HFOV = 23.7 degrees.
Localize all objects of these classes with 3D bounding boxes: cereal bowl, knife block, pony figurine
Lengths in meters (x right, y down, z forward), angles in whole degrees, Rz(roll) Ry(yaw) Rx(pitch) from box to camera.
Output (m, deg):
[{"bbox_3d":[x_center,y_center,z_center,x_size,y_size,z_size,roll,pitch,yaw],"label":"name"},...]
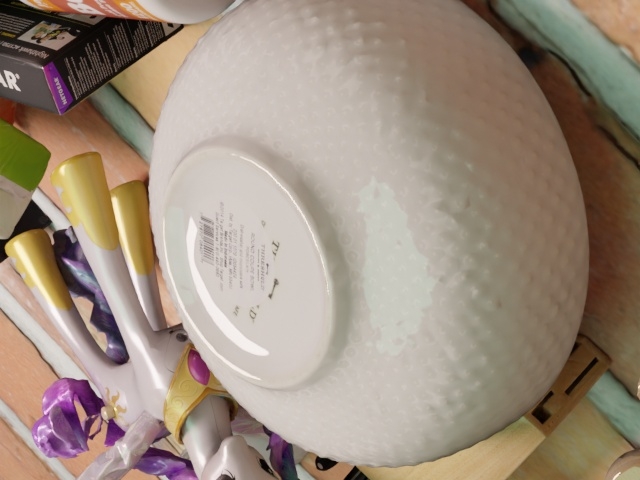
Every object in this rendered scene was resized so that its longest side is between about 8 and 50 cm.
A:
[{"bbox_3d":[0.000,0.000,0.994,0.339,0.141,0.339,22,122,39],"label":"cereal bowl"},{"bbox_3d":[0.110,0.172,1.172,0.276,0.088,0.242,8,131,44],"label":"knife block"},{"bbox_3d":[-0.142,0.136,1.286,0.363,0.303,0.351,66,151,9],"label":"pony figurine"}]

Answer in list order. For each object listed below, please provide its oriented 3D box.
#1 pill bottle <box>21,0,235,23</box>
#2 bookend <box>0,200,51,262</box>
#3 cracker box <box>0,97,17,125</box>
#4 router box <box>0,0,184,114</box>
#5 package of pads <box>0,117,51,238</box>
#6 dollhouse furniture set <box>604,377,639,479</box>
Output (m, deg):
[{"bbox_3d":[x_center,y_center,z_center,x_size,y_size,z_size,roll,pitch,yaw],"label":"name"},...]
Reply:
[{"bbox_3d":[-0.155,-0.215,1.050,0.216,0.121,0.121,12,132,42],"label":"pill bottle"},{"bbox_3d":[-0.365,-0.026,1.529,0.157,0.072,0.156,47,148,1],"label":"bookend"},{"bbox_3d":[-0.368,-0.192,1.352,0.232,0.067,0.155,43,145,12],"label":"cracker box"},{"bbox_3d":[-0.214,-0.162,1.160,0.179,0.133,0.046,18,136,38],"label":"router box"},{"bbox_3d":[-0.395,-0.106,1.201,0.229,0.101,0.296,15,168,36],"label":"package of pads"},{"bbox_3d":[0.180,0.213,0.910,0.394,0.362,0.256,-39,93,29],"label":"dollhouse furniture set"}]
